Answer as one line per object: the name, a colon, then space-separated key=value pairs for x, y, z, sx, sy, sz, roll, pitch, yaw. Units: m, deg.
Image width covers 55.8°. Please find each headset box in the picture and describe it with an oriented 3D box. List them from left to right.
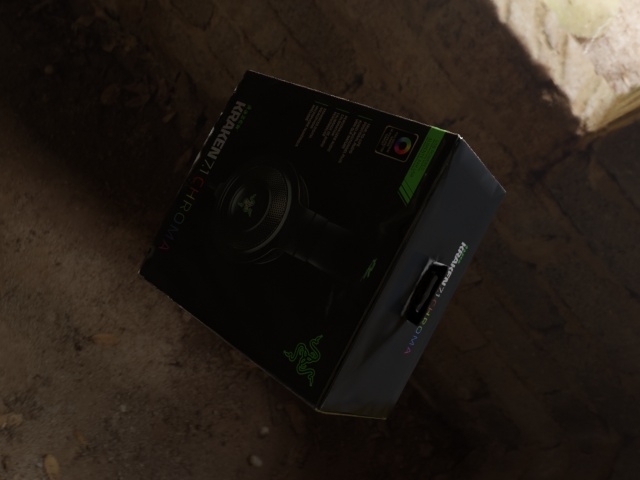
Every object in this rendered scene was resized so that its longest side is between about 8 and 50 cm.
headset box: x=0.000 y=0.000 z=0.581 sx=0.131 sy=0.283 sz=0.246 roll=29 pitch=90 yaw=-53
